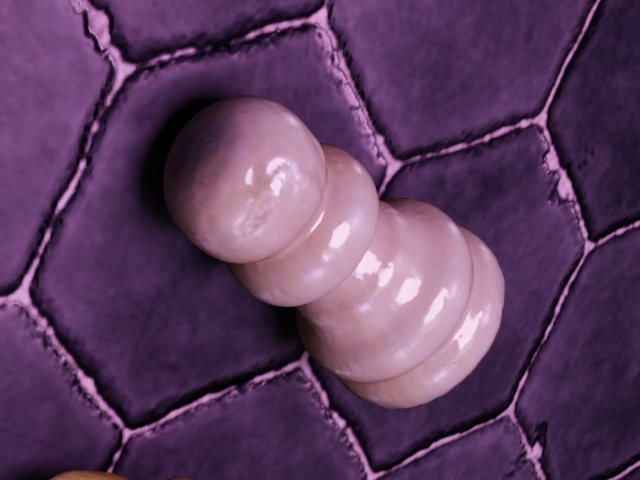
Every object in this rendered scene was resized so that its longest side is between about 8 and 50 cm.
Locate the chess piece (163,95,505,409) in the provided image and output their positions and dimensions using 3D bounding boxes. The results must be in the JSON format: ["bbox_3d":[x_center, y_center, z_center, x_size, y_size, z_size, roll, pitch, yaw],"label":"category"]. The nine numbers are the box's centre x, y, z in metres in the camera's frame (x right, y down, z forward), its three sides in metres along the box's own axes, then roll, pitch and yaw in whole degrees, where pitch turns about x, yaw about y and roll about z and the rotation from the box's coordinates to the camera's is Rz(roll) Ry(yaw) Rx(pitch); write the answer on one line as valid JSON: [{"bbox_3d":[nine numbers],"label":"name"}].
[{"bbox_3d":[0.000,0.000,1.127,0.243,0.133,0.133,38,83,-44],"label":"chess piece"}]

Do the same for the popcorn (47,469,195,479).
[{"bbox_3d":[-0.062,0.296,1.116,0.292,0.293,0.334,-54,154,-6],"label":"popcorn"}]
